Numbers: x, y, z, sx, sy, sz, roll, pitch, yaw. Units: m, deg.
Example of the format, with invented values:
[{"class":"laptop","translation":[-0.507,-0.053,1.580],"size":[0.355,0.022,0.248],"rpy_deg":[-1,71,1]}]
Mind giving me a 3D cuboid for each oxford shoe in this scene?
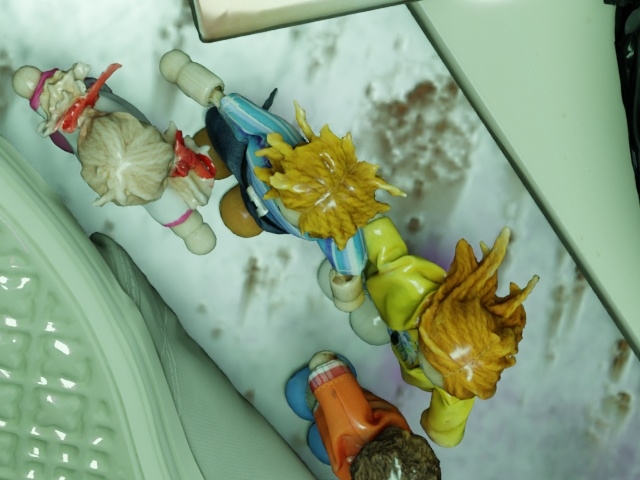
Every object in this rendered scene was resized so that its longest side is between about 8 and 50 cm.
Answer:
[{"class":"oxford shoe","translation":[-0.096,0.083,0.757],"size":[0.169,0.130,0.449],"rpy_deg":[-25,119,25]}]

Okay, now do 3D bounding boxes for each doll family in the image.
[{"class":"doll family","translation":[0.000,0.000,0.758],"size":[0.118,0.163,0.263],"rpy_deg":[-42,104,-5]}]

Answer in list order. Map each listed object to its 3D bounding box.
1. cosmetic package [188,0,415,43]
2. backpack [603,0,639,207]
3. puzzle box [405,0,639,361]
[{"class":"cosmetic package","translation":[0.083,-0.174,0.704],"size":[0.296,0.129,0.153],"rpy_deg":[-13,97,-3]},{"class":"backpack","translation":[0.194,-0.017,0.731],"size":[0.144,0.166,0.188],"rpy_deg":[-9,106,3]},{"class":"puzzle box","translation":[0.242,-0.040,0.846],"size":[0.272,0.052,0.409],"rpy_deg":[-34,105,-1]}]
